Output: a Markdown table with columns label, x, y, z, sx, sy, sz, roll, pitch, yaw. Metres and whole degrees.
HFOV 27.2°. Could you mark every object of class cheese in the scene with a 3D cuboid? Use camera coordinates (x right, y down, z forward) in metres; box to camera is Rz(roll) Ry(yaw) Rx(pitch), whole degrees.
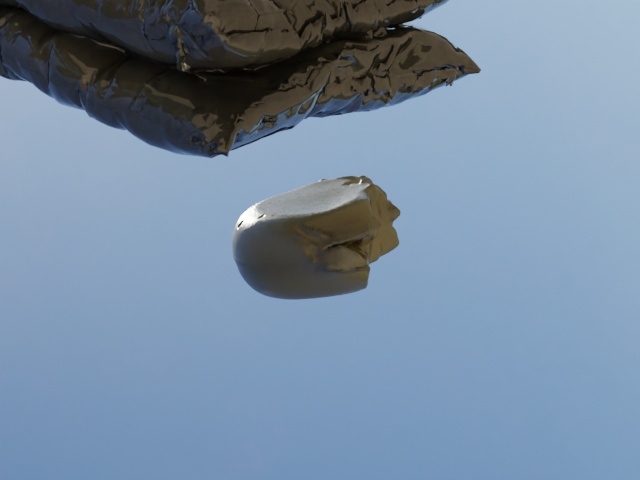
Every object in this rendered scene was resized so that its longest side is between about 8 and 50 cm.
| label | x | y | z | sx | sy | sz | roll | pitch | yaw |
| --- | --- | --- | --- | --- | --- | --- | --- | --- | --- |
| cheese | 0.000 | 0.000 | 1.315 | 0.202 | 0.175 | 0.091 | -127 | 21 | -76 |

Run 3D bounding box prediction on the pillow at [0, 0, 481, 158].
| label | x | y | z | sx | sy | sz | roll | pitch | yaw |
| --- | --- | --- | --- | --- | --- | --- | --- | --- | --- |
| pillow | -0.096 | -0.146 | 0.735 | 0.228 | 0.326 | 0.101 | -23 | -52 | -47 |
